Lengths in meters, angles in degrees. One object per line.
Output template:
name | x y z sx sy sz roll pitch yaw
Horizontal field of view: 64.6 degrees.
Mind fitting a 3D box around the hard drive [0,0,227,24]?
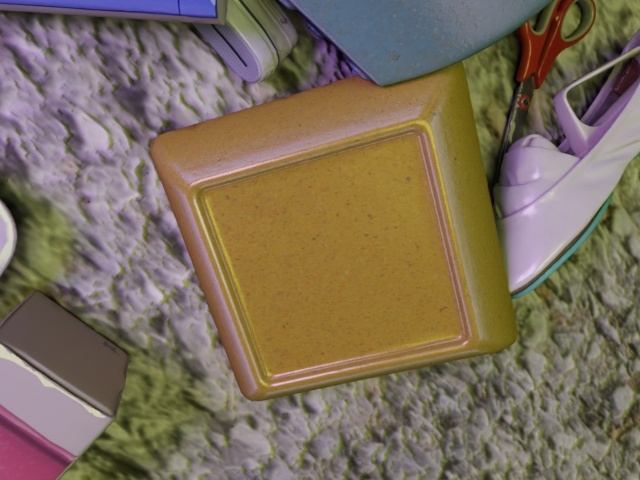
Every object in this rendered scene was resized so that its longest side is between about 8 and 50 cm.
hard drive | -0.232 -0.297 0.406 0.319 0.040 0.210 5 100 3

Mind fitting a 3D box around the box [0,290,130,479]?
box | -0.313 0.185 0.477 0.127 0.149 0.232 44 86 -18

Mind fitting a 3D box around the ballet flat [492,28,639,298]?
ballet flat | 0.306 -0.108 0.615 0.400 0.139 0.139 -45 109 -7

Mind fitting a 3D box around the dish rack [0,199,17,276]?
dish rack | -0.474 0.002 0.436 0.333 0.072 0.285 35 89 -19

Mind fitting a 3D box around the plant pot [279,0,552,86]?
plant pot | 0.064 -0.287 0.424 0.252 0.247 0.247 -47 137 17

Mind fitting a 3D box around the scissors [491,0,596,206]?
scissors | 0.250 -0.195 0.633 0.109 0.021 0.297 24 96 -28

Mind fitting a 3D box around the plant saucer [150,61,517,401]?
plant saucer | 0.017 0.015 0.517 0.333 0.081 0.332 -15 105 9

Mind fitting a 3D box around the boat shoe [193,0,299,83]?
boat shoe | -0.112 -0.262 0.494 0.226 0.083 0.075 51 62 -22
